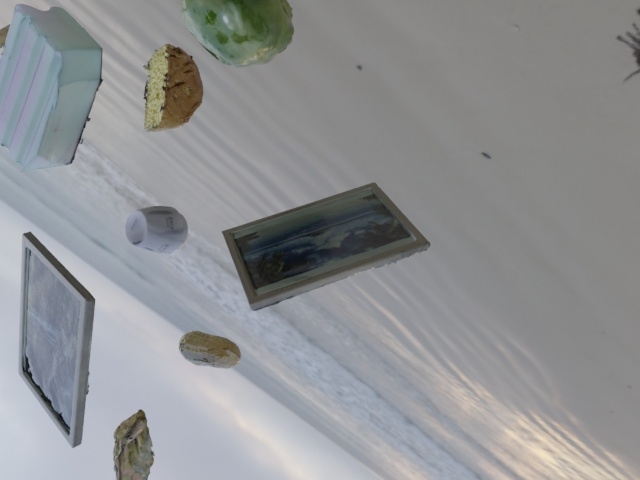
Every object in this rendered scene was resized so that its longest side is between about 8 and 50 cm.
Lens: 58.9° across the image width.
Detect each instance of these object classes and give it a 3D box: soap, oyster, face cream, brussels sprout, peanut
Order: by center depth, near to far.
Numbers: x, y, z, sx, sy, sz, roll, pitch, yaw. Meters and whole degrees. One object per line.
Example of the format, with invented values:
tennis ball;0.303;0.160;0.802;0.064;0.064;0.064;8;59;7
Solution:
soap;-0.440;-0.234;0.906;0.145;0.091;0.230;47;123;11
face cream;-0.302;-0.020;1.047;0.091;0.091;0.095;26;-168;33
brussels sprout;-0.163;-0.461;1.146;0.244;0.244;0.244;33;164;11
oyster;-0.485;0.546;1.426;0.072;0.209;0.133;-6;176;26
peanut;-0.290;0.291;1.480;0.194;0.083;0.093;10;114;28

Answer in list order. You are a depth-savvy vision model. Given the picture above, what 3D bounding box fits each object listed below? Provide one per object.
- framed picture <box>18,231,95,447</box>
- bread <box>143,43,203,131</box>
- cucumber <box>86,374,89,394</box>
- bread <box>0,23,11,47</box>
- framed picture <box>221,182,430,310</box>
framed picture;-0.477;0.177;1.006;0.240;0.020;0.324;34;121;32
bread;-0.444;-0.448;1.723;0.147;0.260;0.160;5;171;-39
cucumber;-0.704;0.330;1.557;0.134;0.134;0.244;29;124;24
bread;-0.890;-0.594;1.632;0.214;0.073;0.053;-90;-13;-60
framed picture;0.000;0.000;0.994;0.232;0.315;0.024;-123;19;-52
